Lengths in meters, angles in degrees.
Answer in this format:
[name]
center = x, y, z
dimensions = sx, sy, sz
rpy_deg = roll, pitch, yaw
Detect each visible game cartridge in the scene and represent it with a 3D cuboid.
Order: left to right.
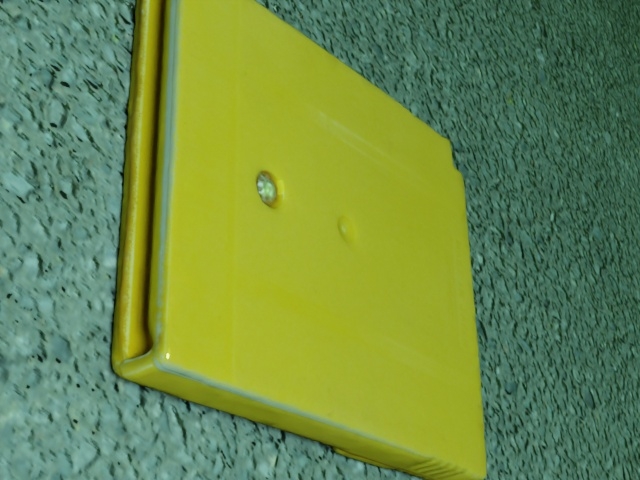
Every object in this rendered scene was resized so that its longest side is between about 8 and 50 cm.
[game cartridge]
center = 0.000, 0.000, 0.807
dimensions = 0.324, 0.053, 0.285
rpy_deg = 29, 50, -44
